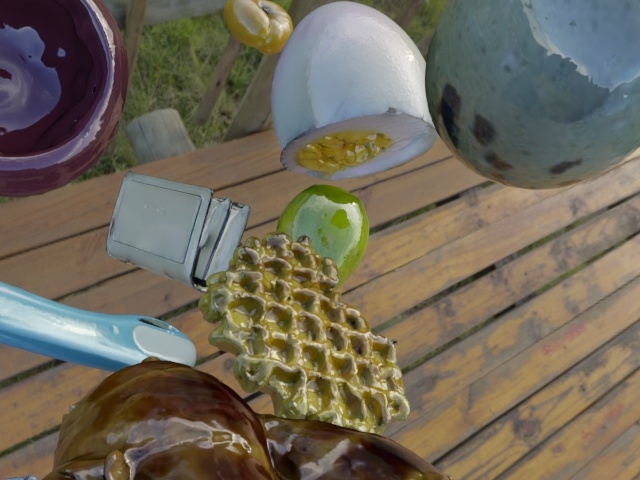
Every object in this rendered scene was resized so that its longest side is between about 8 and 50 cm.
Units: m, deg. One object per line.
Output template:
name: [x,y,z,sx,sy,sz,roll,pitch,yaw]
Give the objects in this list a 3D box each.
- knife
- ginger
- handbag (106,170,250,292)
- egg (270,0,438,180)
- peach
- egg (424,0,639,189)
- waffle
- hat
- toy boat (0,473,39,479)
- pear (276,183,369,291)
knife: [-0.190,0.074,0.489,0.222,0.031,0.064,27,30,-44]
ginger: [-0.021,0.192,0.363,0.357,0.274,0.153,22,89,0]
handbag: [-0.367,-0.022,1.528,0.160,0.358,0.237,27,80,-51]
egg: [0.060,-0.342,1.316,0.354,0.354,0.340,-2,74,-26]
peach: [-0.152,-0.534,1.501,0.179,0.103,0.179,22,39,-19]
egg: [0.327,-0.257,0.864,0.344,0.428,0.345,0,69,0]
waffle: [-0.005,0.101,0.655,0.253,0.056,0.249,40,31,0]
hat: [-0.256,-0.135,0.487,0.205,0.089,0.206,2,87,-30]
toy boat: [-0.349,0.325,0.496,0.129,0.142,0.309,41,66,-3]
pear: [0.000,0.000,1.207,0.187,0.187,0.220,25,78,-14]
